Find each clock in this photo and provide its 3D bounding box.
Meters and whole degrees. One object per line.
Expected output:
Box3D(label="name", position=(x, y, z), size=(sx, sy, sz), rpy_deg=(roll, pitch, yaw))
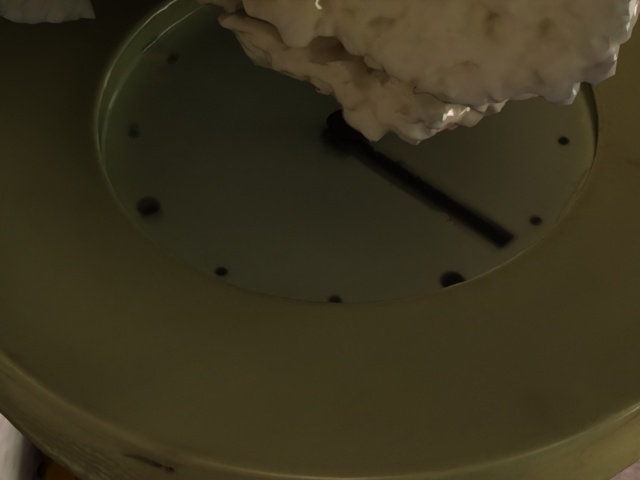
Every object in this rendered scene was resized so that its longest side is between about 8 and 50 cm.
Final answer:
Box3D(label="clock", position=(0.007, -0.025, 0.530), size=(0.029, 0.235, 0.235), rpy_deg=(90, 9, -49))

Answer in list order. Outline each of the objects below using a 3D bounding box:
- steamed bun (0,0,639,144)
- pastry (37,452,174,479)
Box3D(label="steamed bun", position=(-0.009, -0.129, 0.512), size=(0.170, 0.200, 0.225), rpy_deg=(-48, -168, 25))
Box3D(label="pastry", position=(-0.031, 0.058, 0.840), size=(0.240, 0.132, 0.235), rpy_deg=(31, 56, -77))
